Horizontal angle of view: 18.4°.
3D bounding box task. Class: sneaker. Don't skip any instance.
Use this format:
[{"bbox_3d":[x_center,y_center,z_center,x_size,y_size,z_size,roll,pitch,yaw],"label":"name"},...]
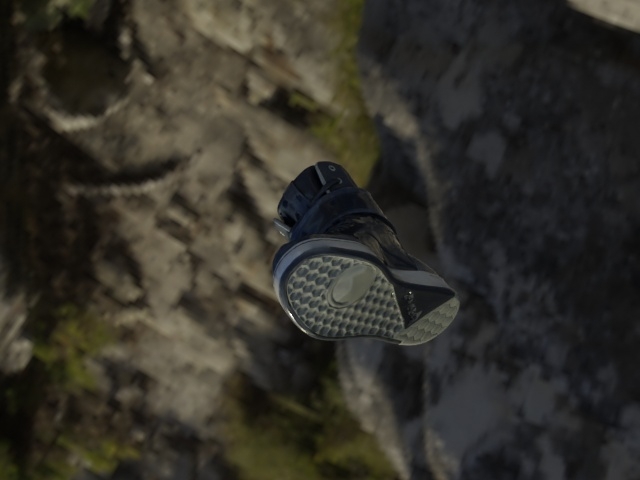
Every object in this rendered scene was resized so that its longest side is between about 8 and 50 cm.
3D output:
[{"bbox_3d":[-0.001,0.001,1.588,0.086,0.226,0.163,-48,59,14],"label":"sneaker"}]
